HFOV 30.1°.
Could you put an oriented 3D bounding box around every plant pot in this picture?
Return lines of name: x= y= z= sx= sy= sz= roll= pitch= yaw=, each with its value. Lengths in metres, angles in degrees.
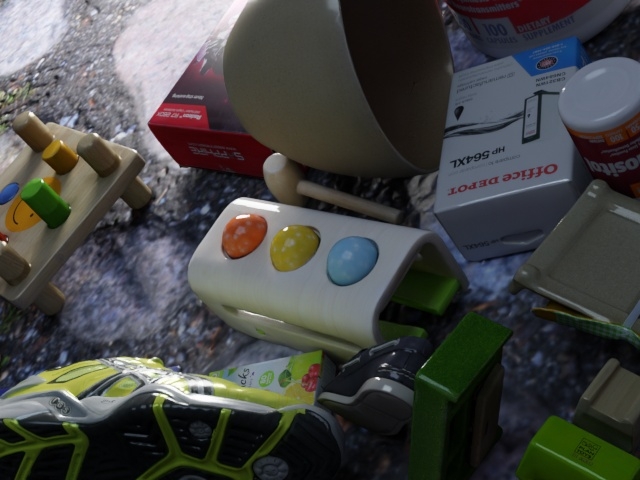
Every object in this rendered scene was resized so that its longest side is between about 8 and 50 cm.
plant pot: x=0.007 y=-0.193 z=1.304 sx=0.190 sy=0.284 sz=0.284 roll=-12 pitch=47 yaw=28

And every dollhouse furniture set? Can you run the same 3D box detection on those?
dollhouse furniture set: x=0.238 y=0.111 z=1.013 sx=0.197 sy=0.151 sz=0.301 roll=26 pitch=52 yaw=27

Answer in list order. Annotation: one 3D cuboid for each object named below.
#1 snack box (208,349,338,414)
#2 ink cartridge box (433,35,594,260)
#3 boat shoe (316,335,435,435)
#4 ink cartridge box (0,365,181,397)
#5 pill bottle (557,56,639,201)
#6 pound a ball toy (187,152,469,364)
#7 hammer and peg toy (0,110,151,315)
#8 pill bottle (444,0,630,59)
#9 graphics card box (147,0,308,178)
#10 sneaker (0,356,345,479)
snack box: x=-0.056 y=0.172 z=1.206 sx=0.141 sy=0.037 sz=0.100 roll=-14 pitch=45 yaw=28
ink cartridge box: x=0.206 y=-0.093 z=1.212 sx=0.148 sy=0.086 sz=0.203 roll=-14 pitch=45 yaw=28
boat shoe: x=0.054 y=0.130 z=1.077 sx=0.065 sy=0.075 sz=0.206 roll=-64 pitch=8 yaw=-19
ink cartridge box: x=-0.328 y=0.267 z=1.309 sx=0.303 sy=0.072 sz=0.307 roll=-11 pitch=49 yaw=31
pill bottle: x=0.283 y=-0.088 z=1.093 sx=0.086 sy=0.152 sz=0.086 roll=-21 pitch=43 yaw=21
pound a ball toy: x=0.000 y=0.000 z=1.248 sx=0.319 sy=0.136 sz=0.208 roll=13 pitch=62 yaw=44
hammer and peg toy: x=-0.417 y=-0.003 z=1.586 sx=0.266 sy=0.127 sz=0.361 roll=21 pitch=68 yaw=47
pill bottle: x=0.177 y=-0.407 z=1.277 sx=0.229 sy=0.408 sz=0.229 roll=-22 pitch=42 yaw=21
graphics card box: x=-0.037 y=-0.252 z=1.551 sx=0.232 sy=0.094 sz=0.371 roll=11 pitch=60 yaw=44
sneaker: x=-0.156 y=0.167 z=1.146 sx=0.384 sy=0.145 sz=0.147 roll=1 pitch=32 yaw=20
